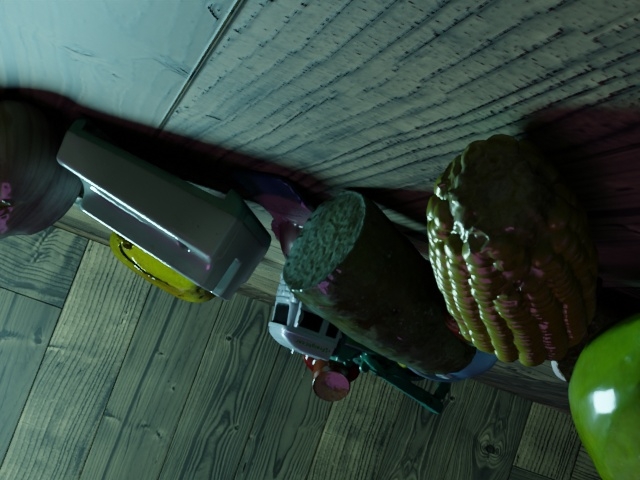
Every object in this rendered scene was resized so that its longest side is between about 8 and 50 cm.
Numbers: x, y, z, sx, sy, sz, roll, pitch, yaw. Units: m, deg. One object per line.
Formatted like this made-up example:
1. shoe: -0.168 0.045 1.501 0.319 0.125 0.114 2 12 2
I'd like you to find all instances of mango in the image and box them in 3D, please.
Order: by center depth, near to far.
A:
1. mango: -0.311 0.035 1.951 0.262 0.130 0.167 25 177 2

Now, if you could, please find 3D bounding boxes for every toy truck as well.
1. toy truck: 0.089 0.158 1.668 0.363 0.178 0.176 25 171 -15

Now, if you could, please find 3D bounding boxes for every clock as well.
1. clock: -0.193 -0.029 1.192 0.231 0.116 0.262 27 173 8

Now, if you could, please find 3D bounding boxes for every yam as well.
1. yam: 0.082 0.062 1.065 0.133 0.133 0.330 12 163 42

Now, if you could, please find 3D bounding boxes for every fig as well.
1. fig: 0.337 0.128 0.908 0.233 0.233 0.314 8 138 56

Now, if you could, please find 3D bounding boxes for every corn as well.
1. corn: 0.152 0.020 0.747 0.130 0.130 0.347 17 169 20

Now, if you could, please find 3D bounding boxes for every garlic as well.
1. garlic: -0.425 -0.091 1.164 0.257 0.207 0.207 -27 -160 -30

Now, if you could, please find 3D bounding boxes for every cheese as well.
1. cheese: 0.000 0.000 1.166 0.189 0.074 0.286 9 154 43

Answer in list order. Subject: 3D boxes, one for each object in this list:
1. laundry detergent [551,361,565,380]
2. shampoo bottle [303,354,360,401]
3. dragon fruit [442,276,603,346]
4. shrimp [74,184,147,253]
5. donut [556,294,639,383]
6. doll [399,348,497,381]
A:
1. laundry detergent: 0.469 0.180 1.209 0.335 0.088 0.159 14 170 29
2. shampoo bottle: 0.023 0.193 1.846 0.118 0.076 0.314 33 -157 -14
3. dragon fruit: 0.193 0.066 0.994 0.120 0.127 0.161 30 170 -12
4. shrimp: -0.301 -0.046 1.459 0.247 0.085 0.360 25 -178 -36
5. donut: 0.355 0.146 1.097 0.295 0.151 0.112 54 -178 -13
6. doll: 0.164 0.134 1.440 0.177 0.141 0.314 27 173 -16
